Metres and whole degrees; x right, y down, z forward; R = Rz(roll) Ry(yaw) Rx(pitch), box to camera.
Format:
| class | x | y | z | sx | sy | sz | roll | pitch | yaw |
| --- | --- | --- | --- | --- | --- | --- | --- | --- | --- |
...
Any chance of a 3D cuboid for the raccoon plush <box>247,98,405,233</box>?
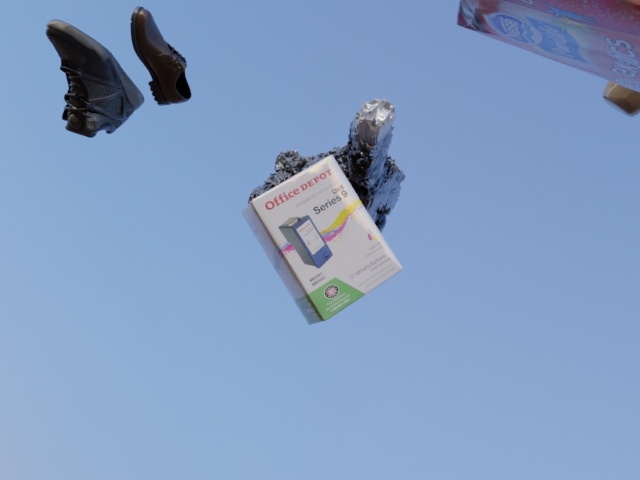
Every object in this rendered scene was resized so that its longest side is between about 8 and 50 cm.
| class | x | y | z | sx | sy | sz | roll | pitch | yaw |
| --- | --- | --- | --- | --- | --- | --- | --- | --- | --- |
| raccoon plush | 0.007 | -0.171 | 1.486 | 0.299 | 0.216 | 0.446 | 29 | -42 | 19 |

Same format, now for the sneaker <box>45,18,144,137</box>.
| class | x | y | z | sx | sy | sz | roll | pitch | yaw |
| --- | --- | --- | --- | --- | --- | --- | --- | --- | --- |
| sneaker | -0.391 | -0.254 | 1.205 | 0.087 | 0.130 | 0.227 | 25 | -17 | 25 |

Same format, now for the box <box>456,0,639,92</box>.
| class | x | y | z | sx | sy | sz | roll | pitch | yaw |
| --- | --- | --- | --- | --- | --- | --- | --- | --- | --- |
| box | 0.166 | -0.204 | 0.313 | 0.128 | 0.122 | 0.256 | 23 | -85 | 7 |

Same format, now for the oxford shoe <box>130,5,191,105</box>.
| class | x | y | z | sx | sy | sz | roll | pitch | yaw |
| --- | --- | --- | --- | --- | --- | --- | --- | --- | --- |
| oxford shoe | -0.329 | -0.391 | 1.542 | 0.096 | 0.082 | 0.227 | 2 | -42 | 21 |

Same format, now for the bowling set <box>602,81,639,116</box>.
| class | x | y | z | sx | sy | sz | roll | pitch | yaw |
| --- | --- | --- | --- | --- | --- | --- | --- | --- | --- |
| bowling set | 0.284 | -0.162 | 0.548 | 0.200 | 0.287 | 0.154 | 30 | -75 | -23 |

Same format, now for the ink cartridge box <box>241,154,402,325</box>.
| class | x | y | z | sx | sy | sz | roll | pitch | yaw |
| --- | --- | --- | --- | --- | --- | --- | --- | --- | --- |
| ink cartridge box | 0.000 | 0.000 | 1.123 | 0.212 | 0.154 | 0.093 | 59 | -19 | 2 |
